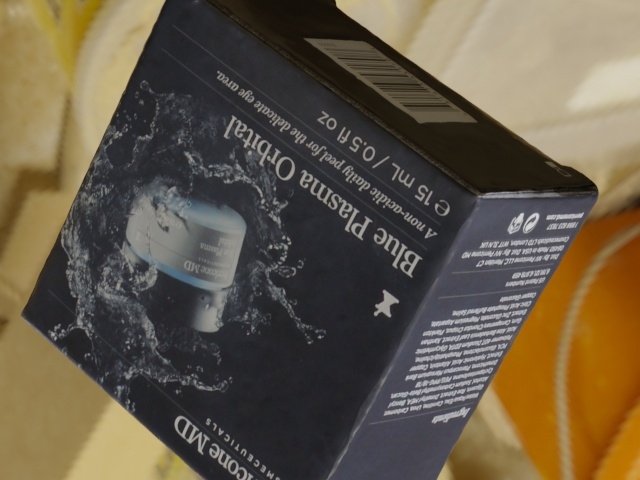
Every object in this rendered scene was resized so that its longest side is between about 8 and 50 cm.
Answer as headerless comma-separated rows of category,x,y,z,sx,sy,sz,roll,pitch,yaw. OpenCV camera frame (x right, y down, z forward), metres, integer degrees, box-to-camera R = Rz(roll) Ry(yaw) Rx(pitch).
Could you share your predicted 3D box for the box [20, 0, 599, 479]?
box,-0.008,0.006,0.749,0.093,0.156,0.158,-5,127,-55
